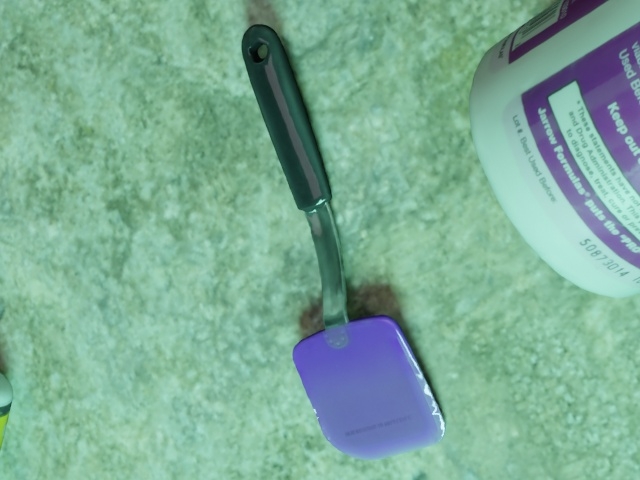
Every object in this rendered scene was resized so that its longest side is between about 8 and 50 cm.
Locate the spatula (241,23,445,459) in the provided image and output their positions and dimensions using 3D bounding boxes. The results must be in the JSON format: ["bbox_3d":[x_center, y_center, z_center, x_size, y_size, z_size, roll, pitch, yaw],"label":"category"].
[{"bbox_3d":[0.000,0.000,1.061,0.084,0.030,0.296,-19,84,24],"label":"spatula"}]

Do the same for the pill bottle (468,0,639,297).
[{"bbox_3d":[0.239,-0.102,0.850,0.301,0.169,0.169,-32,79,36],"label":"pill bottle"}]

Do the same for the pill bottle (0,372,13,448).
[{"bbox_3d":[-0.285,0.176,1.147,0.103,0.103,0.184,17,98,22],"label":"pill bottle"}]
